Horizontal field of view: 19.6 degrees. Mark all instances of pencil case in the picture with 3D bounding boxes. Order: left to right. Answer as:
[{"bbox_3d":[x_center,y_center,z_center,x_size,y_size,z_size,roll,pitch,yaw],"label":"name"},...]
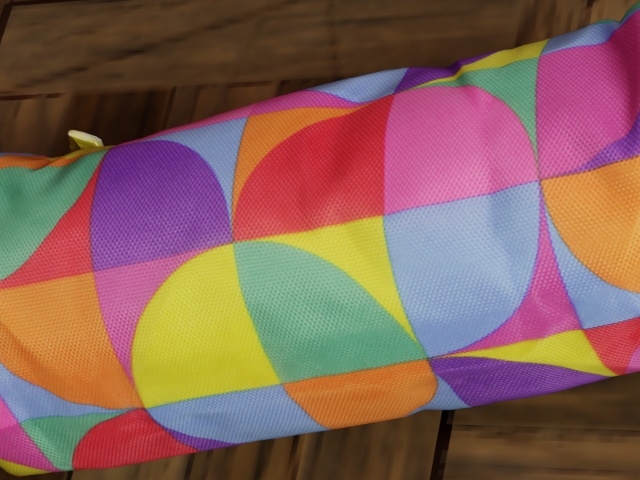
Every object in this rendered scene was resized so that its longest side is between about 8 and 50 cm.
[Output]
[{"bbox_3d":[0.000,0.000,0.509,0.236,0.104,0.104,-9,58,20],"label":"pencil case"}]
